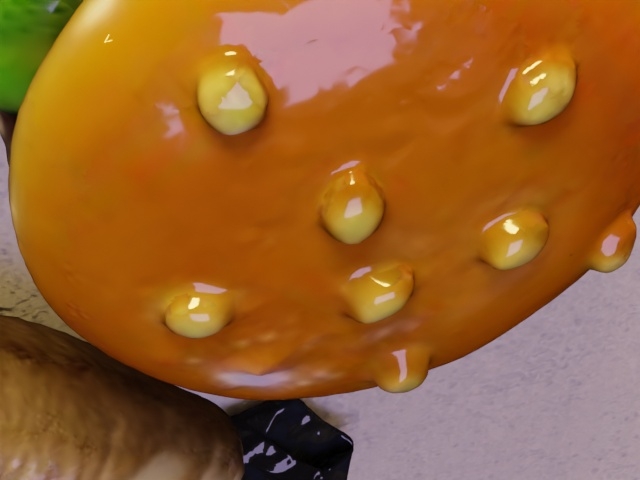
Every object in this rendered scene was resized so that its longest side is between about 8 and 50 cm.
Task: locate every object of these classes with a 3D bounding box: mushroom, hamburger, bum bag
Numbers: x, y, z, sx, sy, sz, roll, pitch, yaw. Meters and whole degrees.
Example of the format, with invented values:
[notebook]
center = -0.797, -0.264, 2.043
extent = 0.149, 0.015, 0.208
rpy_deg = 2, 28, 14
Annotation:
[mushroom]
center = -0.270, 0.137, 1.110
extent = 0.397, 0.224, 0.314
rpy_deg = -18, 126, -8
[hamburger]
center = -0.011, -0.084, 0.851
extent = 0.395, 0.277, 0.396
rpy_deg = -9, 138, -8
[bum bag]
center = -0.120, 0.220, 1.324
extent = 0.310, 0.074, 0.137
rpy_deg = -19, 127, -5
